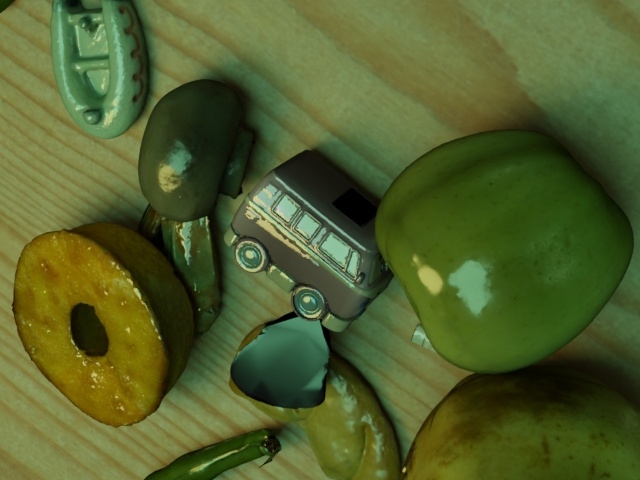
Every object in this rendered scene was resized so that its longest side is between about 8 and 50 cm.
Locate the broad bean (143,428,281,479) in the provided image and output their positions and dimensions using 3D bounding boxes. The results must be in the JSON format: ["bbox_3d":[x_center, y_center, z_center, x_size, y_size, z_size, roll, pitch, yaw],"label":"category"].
[{"bbox_3d":[-0.166,0.329,1.496,0.318,0.098,0.056,-29,87,40],"label":"broad bean"}]

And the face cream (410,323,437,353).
[{"bbox_3d":[0.174,0.142,1.335,0.115,0.020,0.038,24,115,10],"label":"face cream"}]

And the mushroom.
[{"bbox_3d":[-0.159,-0.112,1.298,0.141,0.117,0.188,15,94,-3],"label":"mushroom"}]

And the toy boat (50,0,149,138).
[{"bbox_3d":[-0.301,-0.236,1.368,0.134,0.079,0.208,1,107,19],"label":"toy boat"}]

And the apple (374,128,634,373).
[{"bbox_3d":[0.194,0.006,1.143,0.279,0.279,0.279,7,111,20],"label":"apple"}]

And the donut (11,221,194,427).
[{"bbox_3d":[-0.295,0.109,1.440,0.302,0.110,0.303,17,122,30],"label":"donut"}]

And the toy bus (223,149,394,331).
[{"bbox_3d":[0.000,0.000,1.288,0.202,0.142,0.142,39,119,6],"label":"toy bus"}]

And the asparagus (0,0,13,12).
[{"bbox_3d":[-0.391,-0.368,1.378,0.178,0.041,0.045,-32,102,27],"label":"asparagus"}]

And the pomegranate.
[{"bbox_3d":[0.247,0.301,1.198,0.332,0.332,0.333,7,111,20],"label":"pomegranate"}]

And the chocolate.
[{"bbox_3d":[-0.031,0.151,1.347,0.125,0.080,0.149,43,107,-6],"label":"chocolate"}]

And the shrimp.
[{"bbox_3d":[-0.203,0.003,1.421,0.154,0.062,0.295,16,115,23],"label":"shrimp"}]

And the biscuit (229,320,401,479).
[{"bbox_3d":[0.004,0.235,1.425,0.299,0.045,0.154,42,117,4],"label":"biscuit"}]
